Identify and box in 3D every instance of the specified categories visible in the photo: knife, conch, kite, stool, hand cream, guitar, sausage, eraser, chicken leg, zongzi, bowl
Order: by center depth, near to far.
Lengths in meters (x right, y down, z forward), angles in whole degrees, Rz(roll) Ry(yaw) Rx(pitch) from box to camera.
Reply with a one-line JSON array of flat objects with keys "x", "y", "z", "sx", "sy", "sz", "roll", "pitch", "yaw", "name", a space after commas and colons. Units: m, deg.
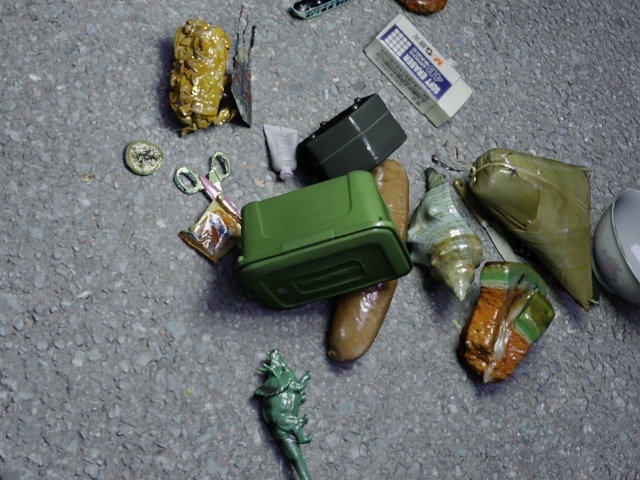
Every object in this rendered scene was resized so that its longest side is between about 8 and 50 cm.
[{"x": 0.119, "y": 0.035, "z": 1.923, "sx": 0.123, "sy": 0.136, "sz": 0.500, "roll": 46, "pitch": 50, "yaw": -51, "name": "sausage"}, {"x": 0.067, "y": -0.222, "z": 1.936, "sx": 0.232, "sy": 0.232, "sz": 0.141, "roll": -44, "pitch": 103, "yaw": -32, "name": "stool"}, {"x": -0.174, "y": -0.402, "z": 1.951, "sx": 0.015, "sy": 0.152, "sz": 0.285, "roll": -3, "pitch": 63, "yaw": 12, "name": "kite"}, {"x": -0.085, "y": -0.202, "z": 1.961, "sx": 0.084, "sy": 0.053, "sz": 0.142, "roll": 8, "pitch": 54, "yaw": -26, "name": "hand cream"}, {"x": 0.273, "y": -0.024, "z": 2.013, "sx": 0.170, "sy": 0.203, "sz": 0.386, "roll": -18, "pitch": 58, "yaw": -11, "name": "conch"}, {"x": 0.492, "y": -0.050, "z": 2.087, "sx": 0.447, "sy": 0.181, "sz": 0.418, "roll": 10, "pitch": 66, "yaw": -31, "name": "zongzi"}, {"x": 0.431, "y": -0.034, "z": 2.180, "sx": 0.047, "sy": 0.017, "sz": 0.297, "roll": -32, "pitch": 89, "yaw": -38, "name": "knife"}, {"x": 0.251, "y": -0.433, "z": 2.190, "sx": 0.279, "sy": 0.081, "sz": 0.124, "roll": 45, "pitch": 59, "yaw": -7, "name": "eraser"}, {"x": 0.612, "y": 0.077, "z": 2.221, "sx": 0.271, "sy": 0.038, "sz": 0.083, "roll": 32, "pitch": 58, "yaw": -14, "name": "guitar"}, {"x": 0.198, "y": -0.667, "z": 2.237, "sx": 0.305, "sy": 0.093, "sz": 0.113, "roll": 11, "pitch": 55, "yaw": -26, "name": "chicken leg"}, {"x": 0.813, "y": 0.048, "z": 2.249, "sx": 0.346, "sy": 0.157, "sz": 0.345, "roll": 21, "pitch": 53, "yaw": -31, "name": "bowl"}]

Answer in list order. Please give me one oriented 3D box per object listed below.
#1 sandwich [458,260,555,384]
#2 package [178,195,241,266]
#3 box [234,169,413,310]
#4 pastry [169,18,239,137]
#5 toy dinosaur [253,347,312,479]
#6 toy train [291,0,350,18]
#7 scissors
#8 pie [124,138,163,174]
[{"x": 0.442, "y": 0.198, "z": 1.996, "sx": 0.250, "sy": 0.162, "sz": 0.301, "roll": 35, "pitch": 75, "yaw": -49, "name": "sandwich"}, {"x": -0.220, "y": -0.018, "z": 1.818, "sx": 0.108, "sy": 0.031, "sz": 0.120, "roll": 45, "pitch": 70, "yaw": -6, "name": "package"}, {"x": 0.000, "y": 0.000, "z": 1.756, "sx": 0.329, "sy": 0.252, "sz": 0.177, "roll": -17, "pitch": 62, "yaw": 9, "name": "box"}, {"x": -0.257, "y": -0.349, "z": 1.878, "sx": 0.154, "sy": 0.102, "sz": 0.249, "roll": 19, "pitch": 68, "yaw": -56, "name": "pastry"}, {"x": -0.052, "y": 0.361, "z": 1.755, "sx": 0.120, "sy": 0.079, "sz": 0.291, "roll": -20, "pitch": 80, "yaw": -26, "name": "toy dinosaur"}, {"x": 0.009, "y": -0.595, "z": 2.142, "sx": 0.207, "sy": 0.047, "sz": 0.043, "roll": -31, "pitch": 66, "yaw": -33, "name": "toy train"}, {"x": -0.223, "y": -0.093, "z": 1.859, "sx": 0.134, "sy": 0.020, "sz": 0.187, "roll": -29, "pitch": 87, "yaw": -26, "name": "scissors"}, {"x": -0.371, "y": -0.175, "z": 1.811, "sx": 0.084, "sy": 0.021, "sz": 0.084, "roll": 9, "pitch": 68, "yaw": -24, "name": "pie"}]
